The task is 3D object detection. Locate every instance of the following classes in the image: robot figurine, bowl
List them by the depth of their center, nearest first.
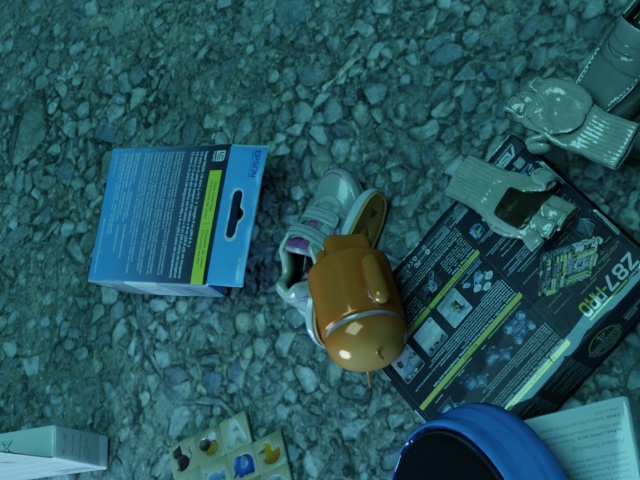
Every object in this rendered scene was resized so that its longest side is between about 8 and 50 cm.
[{"bbox_3d":[0.210,0.411,1.721,0.391,0.077,0.391,27,121,59],"label":"bowl"},{"bbox_3d":[0.055,0.098,1.923,0.158,0.128,0.219,-30,57,24],"label":"robot figurine"}]

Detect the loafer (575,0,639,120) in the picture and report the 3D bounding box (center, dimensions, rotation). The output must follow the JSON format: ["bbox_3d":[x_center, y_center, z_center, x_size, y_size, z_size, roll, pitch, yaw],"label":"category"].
[{"bbox_3d":[0.448,-0.282,1.887,0.319,0.111,0.112,-54,53,9],"label":"loafer"}]

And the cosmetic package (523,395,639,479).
[{"bbox_3d":[0.371,0.317,1.719,0.151,0.151,0.184,-20,65,29],"label":"cosmetic package"}]

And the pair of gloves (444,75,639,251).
[{"bbox_3d":[0.307,-0.117,1.868,0.240,0.042,0.204,-51,53,1],"label":"pair of gloves"}]

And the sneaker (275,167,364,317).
[{"bbox_3d":[0.000,0.000,2.115,0.103,0.111,0.252,5,78,37],"label":"sneaker"}]

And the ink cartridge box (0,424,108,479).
[{"bbox_3d":[-0.564,0.370,2.302,0.296,0.261,0.066,-13,68,31],"label":"ink cartridge box"}]

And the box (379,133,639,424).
[{"bbox_3d":[0.261,0.091,1.909,0.395,0.097,0.318,-50,51,11],"label":"box"}]

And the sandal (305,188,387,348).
[{"bbox_3d":[0.058,0.046,2.065,0.076,0.102,0.265,17,83,41],"label":"sandal"}]

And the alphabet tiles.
[{"bbox_3d":[-0.150,0.462,2.134,0.285,0.011,0.343,-29,60,25],"label":"alphabet tiles"}]

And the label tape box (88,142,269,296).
[{"bbox_3d":[-0.223,-0.032,2.289,0.347,0.115,0.249,1,76,33],"label":"label tape box"}]
